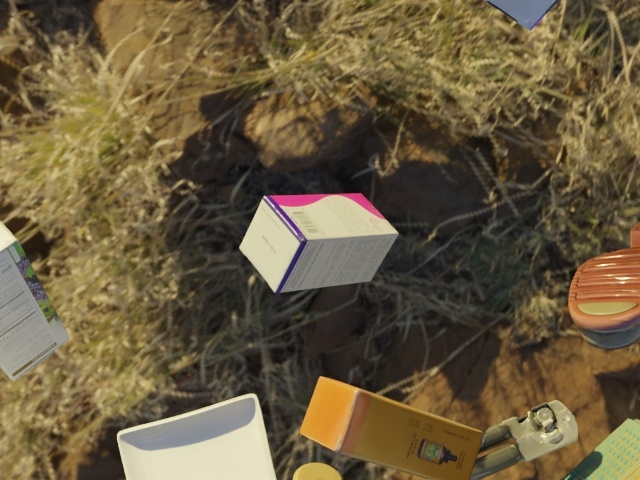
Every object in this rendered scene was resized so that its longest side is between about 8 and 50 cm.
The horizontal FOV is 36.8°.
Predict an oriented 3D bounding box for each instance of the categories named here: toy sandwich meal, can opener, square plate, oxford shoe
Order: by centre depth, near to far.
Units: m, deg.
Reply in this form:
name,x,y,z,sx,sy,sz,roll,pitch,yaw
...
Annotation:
name,x,y,z,sx,sy,sz,roll,pitch,yaw
oxford shoe,0.363,0.066,1.024,0.123,0.348,0.130,0,104,37
toy sandwich meal,-0.001,0.362,1.410,0.086,0.085,0.029,20,125,11
can opener,0.294,0.350,1.600,0.283,0.095,0.076,-21,66,-8
square plate,-0.221,0.509,1.911,0.344,0.049,0.347,-19,81,22

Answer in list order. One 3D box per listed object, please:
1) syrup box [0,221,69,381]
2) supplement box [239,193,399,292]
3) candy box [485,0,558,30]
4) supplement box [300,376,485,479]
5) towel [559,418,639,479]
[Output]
name,x,y,z,sx,sy,sz,roll,pitch,yaw
syrup box,-0.396,0.065,1.172,0.093,0.096,0.237,41,158,26
supplement box,0.000,0.000,1.540,0.111,0.220,0.114,49,126,32
candy box,0.241,-0.330,0.953,0.070,0.196,0.165,31,133,-11
supplement box,0.092,0.233,1.155,0.233,0.078,0.080,25,171,-35
towel,0.466,0.422,1.485,0.271,0.370,0.040,-41,99,0
